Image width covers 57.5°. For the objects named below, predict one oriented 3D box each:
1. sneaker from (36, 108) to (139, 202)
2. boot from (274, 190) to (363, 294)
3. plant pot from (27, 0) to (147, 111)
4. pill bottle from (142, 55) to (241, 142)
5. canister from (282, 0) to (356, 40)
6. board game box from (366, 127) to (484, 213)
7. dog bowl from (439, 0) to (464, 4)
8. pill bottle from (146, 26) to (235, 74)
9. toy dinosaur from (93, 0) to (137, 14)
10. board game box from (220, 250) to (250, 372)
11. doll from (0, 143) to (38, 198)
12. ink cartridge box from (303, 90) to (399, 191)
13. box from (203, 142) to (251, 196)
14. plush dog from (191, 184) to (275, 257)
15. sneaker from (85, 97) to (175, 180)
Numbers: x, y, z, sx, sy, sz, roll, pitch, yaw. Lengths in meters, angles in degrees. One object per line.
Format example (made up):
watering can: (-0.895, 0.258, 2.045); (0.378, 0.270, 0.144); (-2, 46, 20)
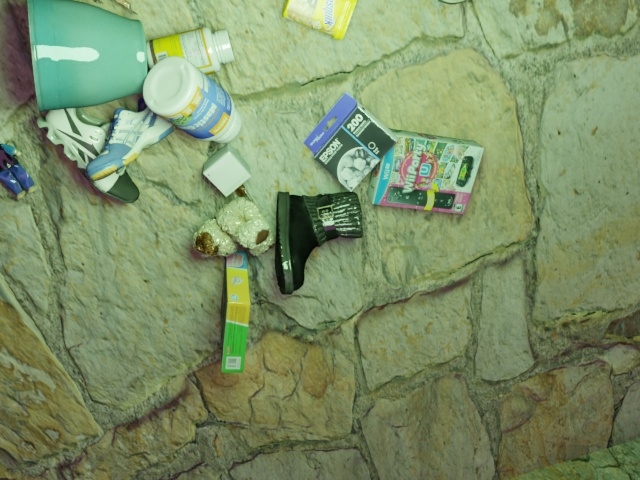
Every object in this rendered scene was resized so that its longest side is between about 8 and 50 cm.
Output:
sneaker: (-0.597, -0.247, 1.597); (0.146, 0.122, 0.330); (-35, 117, 11)
boot: (0.001, -0.003, 1.718); (0.260, 0.348, 0.131); (3, 153, -8)
plant pot: (-0.567, -0.453, 1.436); (0.255, 0.271, 0.271); (-5, 118, -24)
pill bottle: (-0.317, -0.349, 1.513); (0.152, 0.152, 0.272); (-40, 157, 11)
canister: (-0.004, -0.619, 1.540); (0.170, 0.073, 0.126); (15, 112, -15)
board game box: (0.315, -0.210, 1.784); (0.303, 0.097, 0.224); (6, 115, -11)
dog bowl: (0.315, -0.786, 1.373); (0.408, 0.150, 0.408); (-32, 141, -30)
pill bottle: (-0.338, -0.486, 1.524); (0.215, 0.117, 0.117); (-14, 118, -2)
toy dinosaur: (-0.527, -0.676, 1.403); (0.296, 0.127, 0.200); (17, 105, -4)
board game box: (-0.262, 0.207, 1.769); (0.064, 0.316, 0.242); (4, 116, -12)
doll: (-0.877, -0.206, 1.614); (0.129, 0.046, 0.189); (-25, 118, 2)
ink cartridge box: (0.081, -0.283, 1.681); (0.208, 0.045, 0.206); (42, 115, -2)
box: (-0.270, -0.206, 1.691); (0.101, 0.087, 0.102); (-38, 116, 10)
plush dog: (-0.278, -0.030, 1.727); (0.225, 0.262, 0.210); (-30, 84, -4)
sneaker: (-0.525, -0.273, 1.542); (0.112, 0.296, 0.131); (-12, 120, 44)
